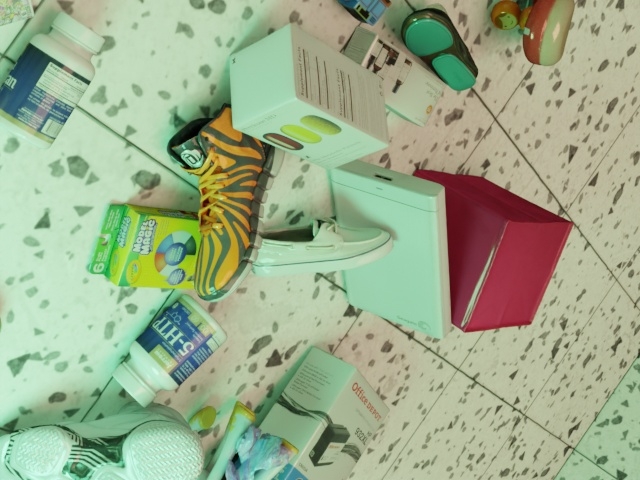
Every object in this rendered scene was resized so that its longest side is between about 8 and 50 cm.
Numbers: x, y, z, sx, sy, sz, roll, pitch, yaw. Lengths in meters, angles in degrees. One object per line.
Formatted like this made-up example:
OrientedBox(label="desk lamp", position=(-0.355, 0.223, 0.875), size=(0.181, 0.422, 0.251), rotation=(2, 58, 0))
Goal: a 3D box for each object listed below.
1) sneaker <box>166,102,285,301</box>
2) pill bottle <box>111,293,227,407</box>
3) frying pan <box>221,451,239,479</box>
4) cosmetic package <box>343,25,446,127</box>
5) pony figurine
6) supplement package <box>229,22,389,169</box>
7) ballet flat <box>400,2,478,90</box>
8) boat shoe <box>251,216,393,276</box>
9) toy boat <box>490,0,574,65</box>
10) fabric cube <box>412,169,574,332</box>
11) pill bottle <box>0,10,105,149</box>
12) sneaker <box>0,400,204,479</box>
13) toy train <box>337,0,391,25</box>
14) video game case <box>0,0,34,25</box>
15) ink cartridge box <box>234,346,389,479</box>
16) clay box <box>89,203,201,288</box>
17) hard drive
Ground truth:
OrientedBox(label="sneaker", position=(-0.177, -0.073, 1.405), size=(0.180, 0.124, 0.321), rotation=(35, 56, -40))
OrientedBox(label="pill bottle", position=(-0.263, 0.193, 1.532), size=(0.186, 0.112, 0.112), rotation=(-45, 138, -14))
OrientedBox(label="frying pan", position=(-0.137, 0.457, 1.876), size=(0.326, 0.053, 0.197), rotation=(-43, 140, -33))
OrientedBox(label="cosmetic package", position=(0.133, -0.297, 1.641), size=(0.239, 0.060, 0.099), rotation=(20, 101, -49))
OrientedBox(label="pony figurine", position=(-0.207, 0.485, 1.616), size=(0.303, 0.351, 0.363), rotation=(44, 78, -33))
OrientedBox(label="supplement package", position=(-0.016, -0.226, 1.447), size=(0.244, 0.139, 0.134), rotation=(18, 60, -48))
OrientedBox(label="ballet flat", position=(0.215, -0.374, 1.652), size=(0.280, 0.095, 0.096), rotation=(35, 44, -59))
OrientedBox(label="boat shoe", position=(0.000, 0.000, 1.627), size=(0.267, 0.096, 0.088), rotation=(-7, 115, 0))
OrientedBox(label="toy boat", position=(0.415, -0.441, 1.768), size=(0.231, 0.151, 0.151), rotation=(-73, 171, -62))
OrientedBox(label="fabric cube", position=(0.325, 0.020, 1.884), size=(0.259, 0.258, 0.254), rotation=(1, 115, -45))
OrientedBox(label="pill bottle", position=(-0.361, -0.216, 1.185), size=(0.094, 0.094, 0.169), rotation=(31, 91, -50))
OrientedBox(label="sneaker", position=(-0.376, 0.359, 1.499), size=(0.365, 0.210, 0.137), rotation=(-3, 90, -5))
OrientedBox(label="toy train", position=(0.057, -0.441, 1.463), size=(0.105, 0.080, 0.184), rotation=(-52, 140, 4))
OrientedBox(label="video game case", position=(-0.429, -0.309, 1.122), size=(0.122, 0.011, 0.087), rotation=(-27, 132, -30))
OrientedBox(label="ink cartridge box", position=(-0.012, 0.415, 1.869), size=(0.307, 0.129, 0.223), rotation=(-55, 141, -18))
OrientedBox(label="clay box", position=(-0.262, 0.013, 1.461), size=(0.222, 0.053, 0.127), rotation=(4, 110, -47))
OrientedBox(label="hard drive", position=(0.138, 0.018, 1.718), size=(0.047, 0.233, 0.353), rotation=(-45, 140, -36))
